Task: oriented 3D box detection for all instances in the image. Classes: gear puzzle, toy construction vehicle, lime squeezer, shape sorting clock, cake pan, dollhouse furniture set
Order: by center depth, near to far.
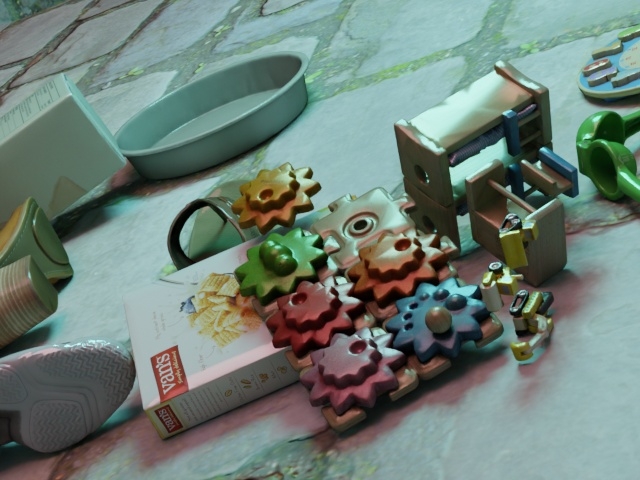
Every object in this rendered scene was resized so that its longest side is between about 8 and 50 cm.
[{"bbox_3d":[0.159,0.036,1.172,0.035,0.086,0.098,-6,26,27],"label":"toy construction vehicle"},{"bbox_3d":[0.014,0.012,1.284,0.175,0.044,0.339,-30,39,-6],"label":"gear puzzle"},{"bbox_3d":[0.177,-0.043,1.331,0.129,0.129,0.184,-32,46,-19],"label":"dollhouse furniture set"},{"bbox_3d":[0.285,-0.073,1.362,0.110,0.058,0.310,11,27,7],"label":"lime squeezer"},{"bbox_3d":[0.368,-0.209,1.590,0.206,0.040,0.206,-21,21,8],"label":"shape sorting clock"},{"bbox_3d":[-0.141,-0.167,2.030,0.293,0.054,0.293,-22,21,9],"label":"cake pan"}]

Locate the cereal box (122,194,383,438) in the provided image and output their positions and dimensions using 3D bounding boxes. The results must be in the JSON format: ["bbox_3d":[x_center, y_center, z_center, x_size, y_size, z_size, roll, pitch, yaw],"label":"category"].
[{"bbox_3d":[-0.053,0.064,1.339,0.240,0.047,0.173,-24,36,1],"label":"cereal box"}]

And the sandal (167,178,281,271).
[{"bbox_3d":[-0.106,0.004,1.532,0.120,0.086,0.303,-20,22,17],"label":"sandal"}]

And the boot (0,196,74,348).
[{"bbox_3d":[-0.403,0.065,1.723,0.220,0.109,0.283,-27,28,6],"label":"boot"}]

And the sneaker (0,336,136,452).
[{"bbox_3d":[-0.295,0.136,1.401,0.269,0.101,0.153,-24,23,8],"label":"sneaker"}]

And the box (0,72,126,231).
[{"bbox_3d":[-0.412,-0.068,1.920,0.311,0.121,0.148,-36,21,0],"label":"box"}]
